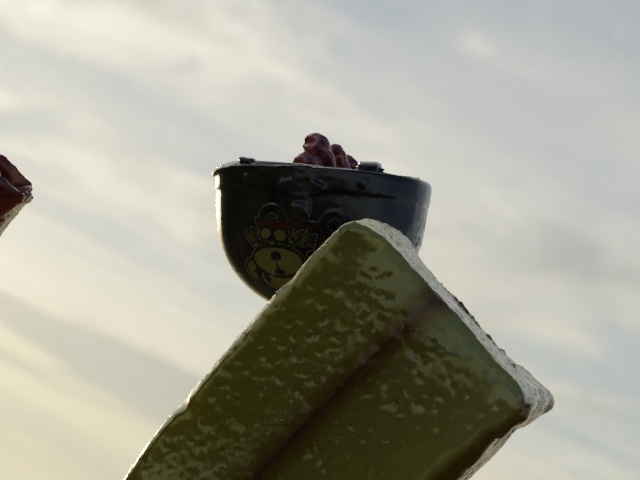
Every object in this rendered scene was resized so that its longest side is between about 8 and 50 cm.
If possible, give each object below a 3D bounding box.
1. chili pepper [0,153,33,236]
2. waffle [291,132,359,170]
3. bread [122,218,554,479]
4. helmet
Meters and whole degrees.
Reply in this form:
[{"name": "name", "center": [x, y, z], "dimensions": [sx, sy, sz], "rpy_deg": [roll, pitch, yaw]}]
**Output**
[{"name": "chili pepper", "center": [-0.403, 0.049, 1.709], "dimensions": [0.131, 0.338, 0.134], "rpy_deg": [37, 2, -7]}, {"name": "waffle", "center": [0.002, -0.006, 2.295], "dimensions": [0.055, 0.234, 0.221], "rpy_deg": [2, -36, 28]}, {"name": "bread", "center": [0.001, 0.182, 1.739], "dimensions": [0.233, 0.362, 0.245], "rpy_deg": [47, 4, 11]}, {"name": "helmet", "center": [0.000, 0.000, 2.032], "dimensions": [0.230, 0.160, 0.279], "rpy_deg": [4, -8, 12]}]
